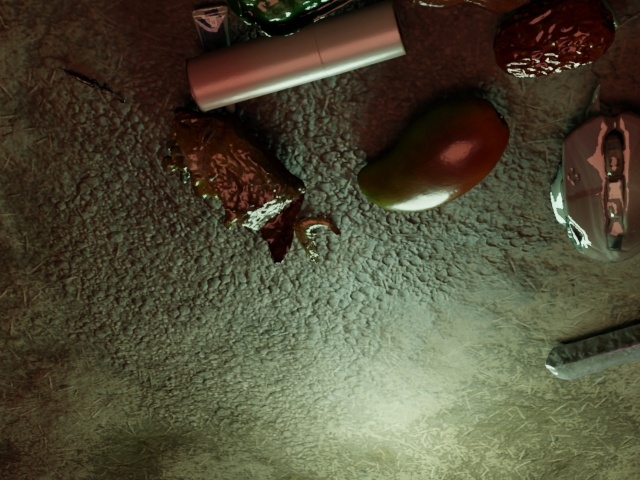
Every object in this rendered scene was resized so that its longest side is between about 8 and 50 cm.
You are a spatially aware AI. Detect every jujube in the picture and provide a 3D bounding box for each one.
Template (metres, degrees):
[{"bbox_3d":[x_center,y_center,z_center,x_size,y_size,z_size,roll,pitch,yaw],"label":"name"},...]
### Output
[{"bbox_3d":[0.340,-0.300,1.528,0.176,0.109,0.112,-15,100,34],"label":"jujube"}]

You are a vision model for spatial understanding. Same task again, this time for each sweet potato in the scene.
[{"bbox_3d":[0.199,-0.365,1.513,0.218,0.051,0.065,5,137,2],"label":"sweet potato"}]

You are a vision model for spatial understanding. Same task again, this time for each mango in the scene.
[{"bbox_3d":[0.185,-0.127,1.704,0.146,0.129,0.289,26,141,-21],"label":"mango"}]

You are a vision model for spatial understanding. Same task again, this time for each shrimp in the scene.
[{"bbox_3d":[0.000,0.000,1.921,0.083,0.023,0.114,-9,129,12],"label":"shrimp"}]

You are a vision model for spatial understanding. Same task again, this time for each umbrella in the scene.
[{"bbox_3d":[-0.376,-0.259,1.715,0.122,0.013,0.022,27,153,-21],"label":"umbrella"}]

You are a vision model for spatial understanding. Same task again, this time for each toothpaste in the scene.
[{"bbox_3d":[-0.159,-0.284,1.649,0.057,0.034,0.197,-11,132,-2],"label":"toothpaste"}]

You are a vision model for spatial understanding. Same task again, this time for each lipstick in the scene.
[{"bbox_3d":[-0.037,-0.279,1.576,0.327,0.087,0.087,-14,132,11],"label":"lipstick"}]

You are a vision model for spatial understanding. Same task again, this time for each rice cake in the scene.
[{"bbox_3d":[0.630,0.191,2.007,0.399,0.064,0.070,-20,135,24],"label":"rice cake"}]

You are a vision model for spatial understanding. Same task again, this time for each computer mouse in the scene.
[{"bbox_3d":[0.483,-0.088,1.715,0.200,0.115,0.389,-8,134,10],"label":"computer mouse"}]

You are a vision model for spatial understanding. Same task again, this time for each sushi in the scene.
[{"bbox_3d":[-0.148,-0.103,1.752,0.179,0.167,0.296,-37,132,13],"label":"sushi"}]

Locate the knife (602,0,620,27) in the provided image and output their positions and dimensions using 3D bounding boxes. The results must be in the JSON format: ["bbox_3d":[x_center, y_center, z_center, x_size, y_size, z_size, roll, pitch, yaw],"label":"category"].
[{"bbox_3d":[0.372,-0.375,1.511,0.030,0.014,0.207,-28,125,37],"label":"knife"}]

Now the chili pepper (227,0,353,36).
[{"bbox_3d":[0.030,-0.430,1.400,0.385,0.167,0.213,-32,139,18],"label":"chili pepper"}]
